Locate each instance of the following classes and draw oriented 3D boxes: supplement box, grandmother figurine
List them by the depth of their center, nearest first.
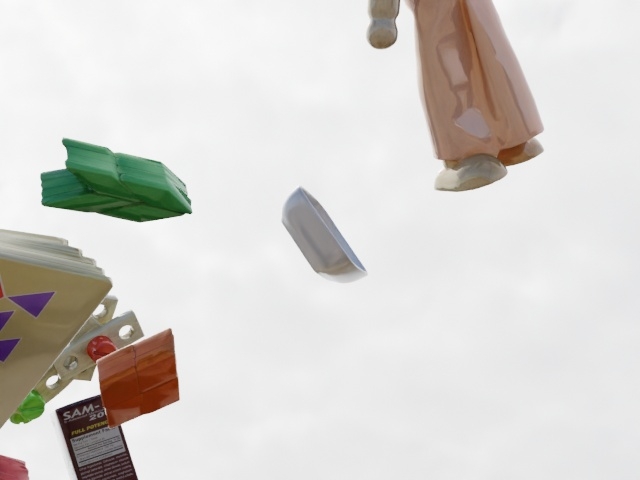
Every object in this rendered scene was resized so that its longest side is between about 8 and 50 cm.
[{"bbox_3d":[0.110,-0.226,1.132,0.104,0.208,0.342,-10,-75,32],"label":"grandmother figurine"},{"bbox_3d":[-0.257,0.309,1.560,0.073,0.239,0.130,-17,-5,-17],"label":"supplement box"}]

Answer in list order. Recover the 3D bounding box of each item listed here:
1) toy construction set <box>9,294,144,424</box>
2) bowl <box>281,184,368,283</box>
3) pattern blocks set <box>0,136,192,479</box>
[{"bbox_3d":[-0.332,0.115,1.483,0.215,0.151,0.327,-14,16,-27],"label":"toy construction set"},{"bbox_3d":[0.000,0.000,1.761,0.053,0.142,0.142,-36,-16,7],"label":"bowl"},{"bbox_3d":[-0.198,0.047,0.601,0.285,0.026,0.325,22,-48,-37],"label":"pattern blocks set"}]
